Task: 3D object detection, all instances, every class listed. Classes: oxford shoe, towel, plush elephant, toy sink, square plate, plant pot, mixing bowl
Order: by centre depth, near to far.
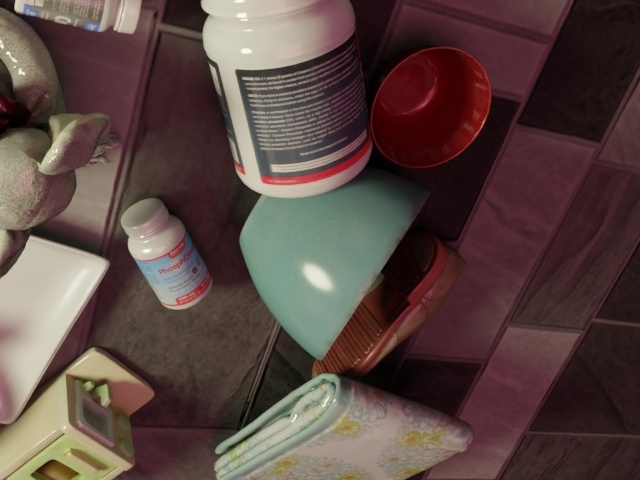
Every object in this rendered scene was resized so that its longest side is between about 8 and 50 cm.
[{"bbox_3d":[-0.381,-0.111,0.915,0.330,0.255,0.272,22,113,-30],"label":"plush elephant"},{"bbox_3d":[-0.535,0.094,1.128,0.347,0.049,0.344,24,113,-31],"label":"square plate"},{"bbox_3d":[0.142,-0.205,1.136,0.181,0.098,0.181,-9,125,-13],"label":"mixing bowl"},{"bbox_3d":[0.000,0.000,1.145,0.195,0.290,0.290,33,112,5],"label":"plant pot"},{"bbox_3d":[-0.392,0.313,1.273,0.234,0.131,0.153,-37,127,6],"label":"toy sink"},{"bbox_3d":[0.122,0.148,1.356,0.130,0.123,0.348,26,113,-39],"label":"oxford shoe"},{"bbox_3d":[0.031,0.367,1.413,0.320,0.090,0.374,22,136,-34],"label":"towel"}]

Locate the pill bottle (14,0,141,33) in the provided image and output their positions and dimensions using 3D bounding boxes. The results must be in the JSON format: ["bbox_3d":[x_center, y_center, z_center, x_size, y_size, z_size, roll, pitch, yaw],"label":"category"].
[{"bbox_3d":[-0.286,-0.292,0.939,0.137,0.078,0.078,8,119,-23],"label":"pill bottle"}]

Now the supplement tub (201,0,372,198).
[{"bbox_3d":[-0.041,-0.209,1.011,0.191,0.191,0.272,-17,127,-8],"label":"supplement tub"}]

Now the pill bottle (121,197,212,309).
[{"bbox_3d":[-0.227,0.019,1.163,0.087,0.087,0.160,-25,127,-2],"label":"pill bottle"}]
